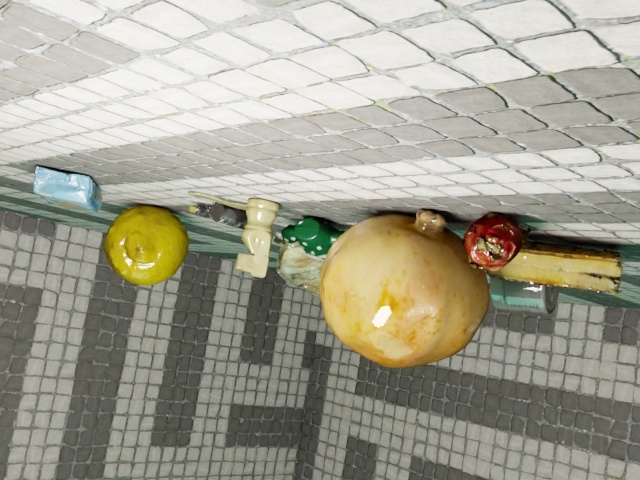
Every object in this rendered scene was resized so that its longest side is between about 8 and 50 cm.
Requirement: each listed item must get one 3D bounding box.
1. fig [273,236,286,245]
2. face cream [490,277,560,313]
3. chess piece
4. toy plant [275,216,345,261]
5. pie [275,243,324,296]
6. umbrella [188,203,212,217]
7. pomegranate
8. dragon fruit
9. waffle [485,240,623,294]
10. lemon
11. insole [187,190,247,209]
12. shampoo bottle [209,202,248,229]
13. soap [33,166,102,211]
[{"bbox_3d":[-0.073,0.023,2.536,0.151,0.151,0.259,17,-159,-50],"label":"fig"},{"bbox_3d":[0.563,0.108,1.979,0.153,0.177,0.177,3,171,31],"label":"face cream"},{"bbox_3d":[-0.165,-0.006,1.897,0.090,0.200,0.090,9,172,1],"label":"chess piece"},{"bbox_3d":[0.005,0.001,2.105,0.243,0.112,0.233,22,165,-37],"label":"toy plant"},{"bbox_3d":[0.016,0.072,2.350,0.338,0.075,0.337,1,139,1],"label":"pie"},{"bbox_3d":[-0.320,-0.084,2.130,0.144,0.040,0.037,9,167,-33],"label":"umbrella"},{"bbox_3d":[0.210,0.107,1.723,0.412,0.411,0.411,9,173,1],"label":"pomegranate"},{"bbox_3d":[0.401,-0.001,1.601,0.246,0.125,0.125,-12,-135,-47],"label":"dragon fruit"},{"bbox_3d":[0.560,0.055,1.741,0.308,0.091,0.213,7,-173,18],"label":"waffle"},{"bbox_3d":[-0.562,0.013,2.363,0.286,0.285,0.316,6,-167,23],"label":"lemon"},{"bbox_3d":[-0.250,-0.103,2.001,0.248,0.011,0.081,14,172,-31],"label":"insole"},{"bbox_3d":[-0.236,-0.060,2.121,0.057,0.063,0.208,16,179,37],"label":"shampoo bottle"},{"bbox_3d":[-0.707,-0.138,2.035,0.156,0.077,0.293,10,173,-9],"label":"soap"}]
